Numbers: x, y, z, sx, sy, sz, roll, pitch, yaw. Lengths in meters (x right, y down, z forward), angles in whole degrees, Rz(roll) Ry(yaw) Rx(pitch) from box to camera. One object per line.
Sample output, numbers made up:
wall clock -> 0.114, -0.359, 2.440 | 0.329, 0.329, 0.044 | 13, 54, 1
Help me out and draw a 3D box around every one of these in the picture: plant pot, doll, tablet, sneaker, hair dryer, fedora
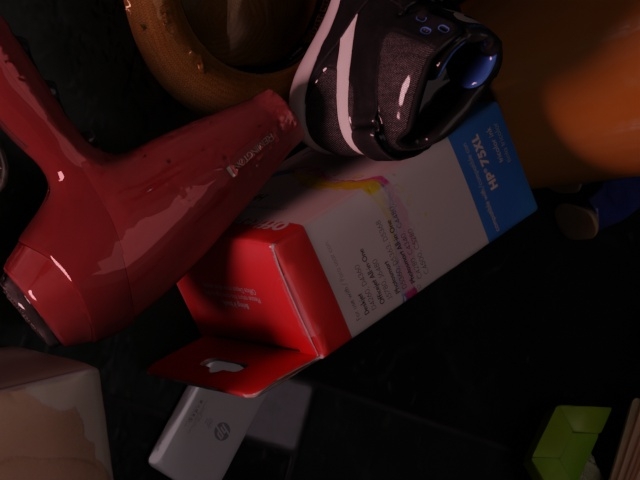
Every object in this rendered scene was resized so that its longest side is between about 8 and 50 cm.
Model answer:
plant pot -> 0.193, -0.122, 1.015 | 0.188, 0.205, 0.205 | -18, 103, -1
doll -> 0.246, -0.076, 1.145 | 0.189, 0.046, 0.129 | -30, 109, -29
tablet -> -0.069, 0.115, 0.963 | 0.054, 0.006, 0.083 | 38, 72, -29
sneaker -> 0.065, -0.147, 0.885 | 0.079, 0.121, 0.217 | 16, 90, -42
hair dryer -> -0.144, -0.050, 0.825 | 0.293, 0.080, 0.224 | 1, 105, -26
fedora -> -0.053, -0.169, 0.922 | 0.194, 0.079, 0.194 | -8, 105, -34

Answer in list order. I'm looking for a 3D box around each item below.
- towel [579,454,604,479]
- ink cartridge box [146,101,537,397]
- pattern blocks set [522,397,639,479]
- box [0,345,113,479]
towel -> 0.183, 0.236, 1.123 | 0.110, 0.027, 0.148 | -31, 108, -28
ink cartridge box -> 0.000, 0.000, 0.929 | 0.231, 0.134, 0.078 | -33, 109, -29
pattern blocks set -> 0.271, 0.216, 1.115 | 0.285, 0.026, 0.325 | 40, 65, -5
box -> -0.185, 0.224, 0.819 | 0.148, 0.121, 0.311 | -12, 98, -33
